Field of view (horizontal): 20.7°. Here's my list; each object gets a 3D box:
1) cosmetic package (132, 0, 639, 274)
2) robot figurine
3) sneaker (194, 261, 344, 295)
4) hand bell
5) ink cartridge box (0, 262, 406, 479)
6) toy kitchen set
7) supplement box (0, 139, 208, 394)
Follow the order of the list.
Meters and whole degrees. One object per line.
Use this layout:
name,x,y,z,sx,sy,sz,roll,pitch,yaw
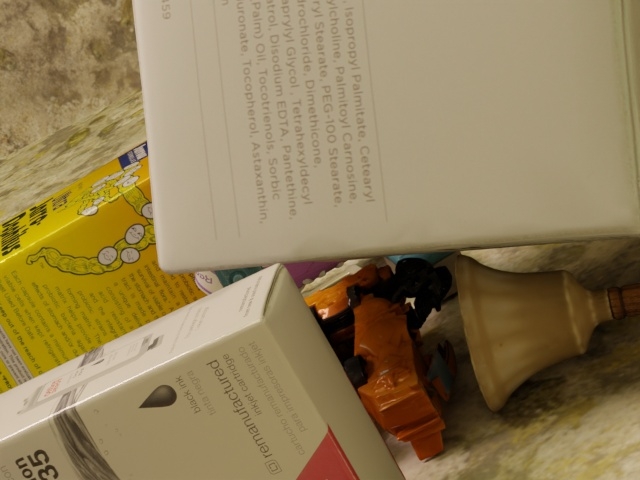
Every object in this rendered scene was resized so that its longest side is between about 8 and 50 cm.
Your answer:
cosmetic package,0.099,-0.152,1.404,0.394,0.327,0.329,-6,-1,26
robot figurine,0.025,0.111,1.484,0.211,0.085,0.291,-26,17,10
sneaker,-0.001,-0.001,1.836,0.282,0.161,0.102,-4,40,-20
hand bell,0.235,0.044,1.338,0.242,0.126,0.126,-14,19,12
ink cartridge box,-0.107,0.176,1.292,0.283,0.207,0.117,-26,15,15
toy kitchen set,0.007,0.011,1.665,0.207,0.166,0.122,-31,16,-6
supplement box,-0.283,0.067,1.941,0.356,0.195,0.194,-30,16,-3
